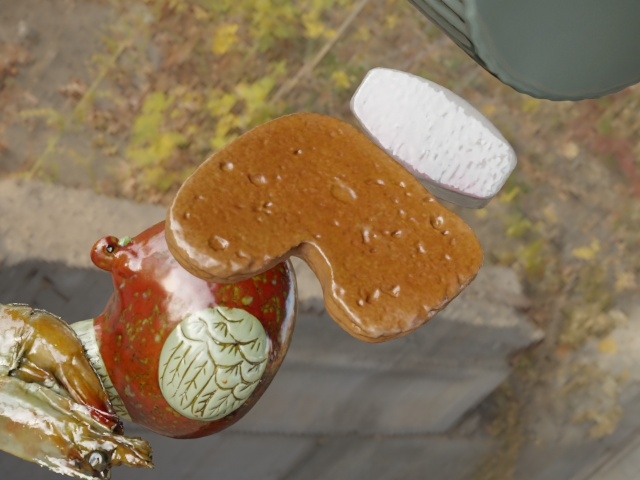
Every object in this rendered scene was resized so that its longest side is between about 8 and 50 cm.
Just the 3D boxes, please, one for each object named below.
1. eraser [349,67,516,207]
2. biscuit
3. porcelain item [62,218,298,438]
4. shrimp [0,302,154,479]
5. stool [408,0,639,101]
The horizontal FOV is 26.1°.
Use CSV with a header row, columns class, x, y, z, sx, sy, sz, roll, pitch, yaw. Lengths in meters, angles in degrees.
class,x,y,z,sx,sy,sz,roll,pitch,yaw
eraser,0.120,-0.104,1.486,0.174,0.094,0.270,32,3,5
biscuit,0.000,0.000,0.966,0.192,0.036,0.186,41,51,10
porcelain item,-0.153,0.074,1.454,0.253,0.253,0.253,31,29,-19
shrimp,-0.277,0.155,1.387,0.294,0.154,0.062,27,-23,22
stool,0.189,-0.310,1.290,0.297,0.297,0.330,24,22,-31
